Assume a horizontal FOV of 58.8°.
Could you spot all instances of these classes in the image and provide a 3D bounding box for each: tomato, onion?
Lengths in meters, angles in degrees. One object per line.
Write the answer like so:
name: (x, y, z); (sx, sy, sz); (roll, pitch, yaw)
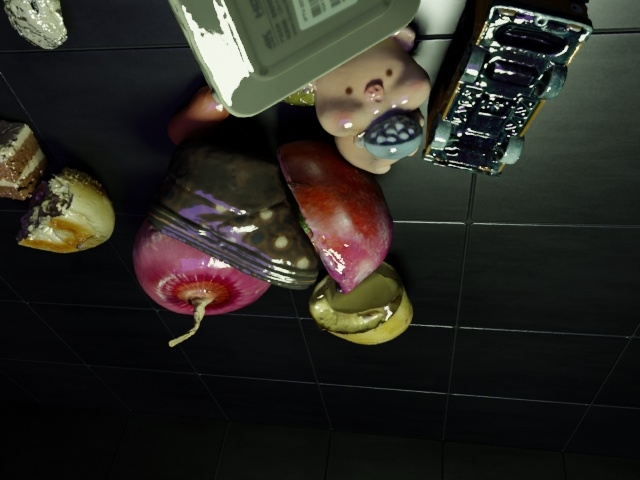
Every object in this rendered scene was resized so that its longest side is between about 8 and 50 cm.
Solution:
tomato: (0.043, -0.075, 1.161); (0.176, 0.334, 0.289); (-25, 137, 4)
onion: (-0.278, 0.068, 1.423); (0.359, 0.344, 0.358); (-16, 170, -3)

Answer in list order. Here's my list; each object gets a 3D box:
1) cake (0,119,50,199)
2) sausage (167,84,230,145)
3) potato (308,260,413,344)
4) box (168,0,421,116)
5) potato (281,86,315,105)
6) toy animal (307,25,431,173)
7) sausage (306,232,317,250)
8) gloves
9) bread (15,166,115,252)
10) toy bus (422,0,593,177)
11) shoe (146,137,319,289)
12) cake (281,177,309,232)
cake: (-0.734, -0.193, 1.324); (0.135, 0.135, 0.147); (10, 138, 1)
sausage: (-0.251, -0.255, 1.178); (0.077, 0.077, 0.194); (33, 136, -27)
potato: (0.133, 0.186, 1.559); (0.286, 0.242, 0.242); (-23, 132, 26)
box: (-0.040, -0.393, 0.777); (0.373, 0.090, 0.367); (-34, 138, -9)
potato: (-0.074, -0.310, 1.086); (0.198, 0.054, 0.119); (28, 142, -21)
toy animal: (0.098, -0.245, 1.033); (0.210, 0.229, 0.221); (-27, 179, 3)
sausage: (0.000, 0.000, 1.458); (0.154, 0.062, 0.062); (14, 142, -6)
gloves: (-0.528, -0.420, 1.029); (0.115, 0.070, 0.153); (8, 144, 2)
bread: (-0.613, -0.070, 1.419); (0.192, 0.171, 0.314); (20, 149, -34)
toy bus: (0.287, -0.276, 0.932); (0.162, 0.194, 0.323); (12, 146, -2)
shoe: (-0.148, -0.064, 1.195); (0.384, 0.237, 0.171); (26, -176, -10)
cake: (-0.118, -0.094, 1.336); (0.100, 0.099, 0.235); (-26, 129, 35)
